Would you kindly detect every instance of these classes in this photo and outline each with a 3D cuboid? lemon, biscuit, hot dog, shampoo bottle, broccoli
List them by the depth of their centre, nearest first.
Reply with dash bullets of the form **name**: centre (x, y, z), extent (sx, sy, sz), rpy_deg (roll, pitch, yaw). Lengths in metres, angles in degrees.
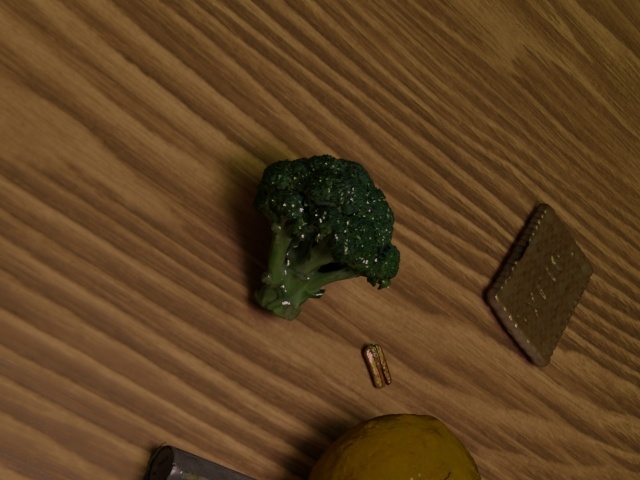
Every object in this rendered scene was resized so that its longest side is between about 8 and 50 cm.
- **shampoo bottle**: centre (-0.144, 0.357, 1.239), extent (0.214, 0.072, 0.072), rpy_deg (31, 61, -31)
- **lemon**: centre (0.109, 0.396, 1.328), extent (0.284, 0.260, 0.261), rpy_deg (-1, 80, -55)
- **broccoli**: centre (0.000, 0.000, 1.360), extent (0.270, 0.270, 0.270), rpy_deg (30, 91, -32)
- **hot dog**: centre (0.097, 0.218, 1.511), extent (0.037, 0.021, 0.083), rpy_deg (-18, 94, -21)
- **biscuit**: centre (0.468, 0.091, 1.842), extent (0.217, 0.044, 0.325), rpy_deg (51, 52, -18)
